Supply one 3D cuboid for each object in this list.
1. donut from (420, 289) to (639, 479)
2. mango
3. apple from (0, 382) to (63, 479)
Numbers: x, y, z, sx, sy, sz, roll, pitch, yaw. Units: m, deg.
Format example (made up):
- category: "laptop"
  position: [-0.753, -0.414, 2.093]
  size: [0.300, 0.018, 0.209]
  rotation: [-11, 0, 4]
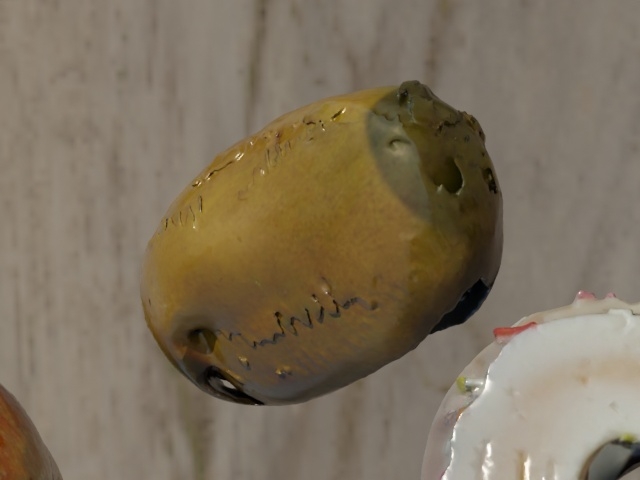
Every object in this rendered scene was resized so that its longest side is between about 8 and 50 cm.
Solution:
- category: "donut"
  position: [0.271, 0.237, 1.769]
  size: [0.142, 0.383, 0.382]
  rotation: [84, 179, -73]
- category: "mango"
  position: [0.000, 0.000, 1.037]
  size: [0.249, 0.156, 0.151]
  rotation: [-38, 46, 51]
- category: "apple"
  position: [-0.315, 0.249, 1.525]
  size: [0.277, 0.250, 0.309]
  rotation: [-19, -43, -63]
